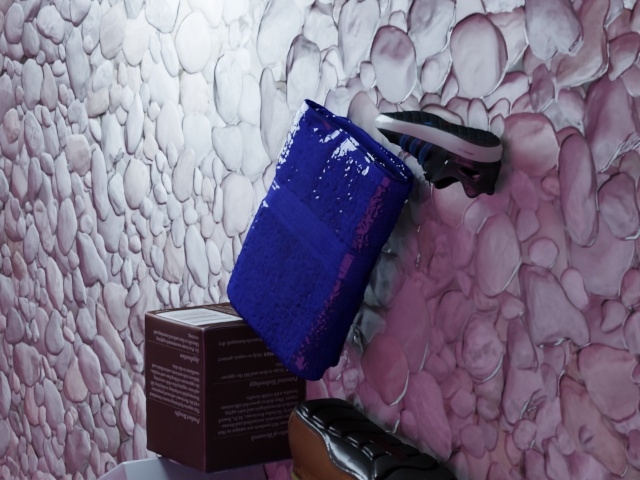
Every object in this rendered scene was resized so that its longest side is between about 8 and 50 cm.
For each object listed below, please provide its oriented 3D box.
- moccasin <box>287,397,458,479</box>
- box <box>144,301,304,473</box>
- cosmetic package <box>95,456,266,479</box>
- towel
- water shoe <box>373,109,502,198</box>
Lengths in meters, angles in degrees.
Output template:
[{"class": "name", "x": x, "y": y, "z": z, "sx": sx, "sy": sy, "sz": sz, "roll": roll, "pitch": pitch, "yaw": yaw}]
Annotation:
[{"class": "moccasin", "x": 0.067, "y": 0.326, "z": 1.883, "sx": 0.380, "sy": 0.139, "sz": 0.147, "roll": 27, "pitch": 117, "yaw": 51}, {"class": "box", "x": -0.134, "y": 0.199, "z": 2.130, "sx": 0.168, "sy": 0.167, "sz": 0.203, "roll": 11, "pitch": 103, "yaw": 54}, {"class": "cosmetic package", "x": -0.222, "y": 0.399, "z": 2.230, "sx": 0.224, "sy": 0.225, "sz": 0.138, "roll": -37, "pitch": 64, "yaw": 50}, {"class": "towel", "x": 0.000, "y": 0.000, "z": 1.970, "sx": 0.227, "sy": 0.076, "sz": 0.308, "roll": 46, "pitch": 119, "yaw": 43}, {"class": "water shoe", "x": 0.129, "y": -0.101, "z": 1.800, "sx": 0.203, "sy": 0.073, "sz": 0.080, "roll": 25, "pitch": 116, "yaw": 52}]
